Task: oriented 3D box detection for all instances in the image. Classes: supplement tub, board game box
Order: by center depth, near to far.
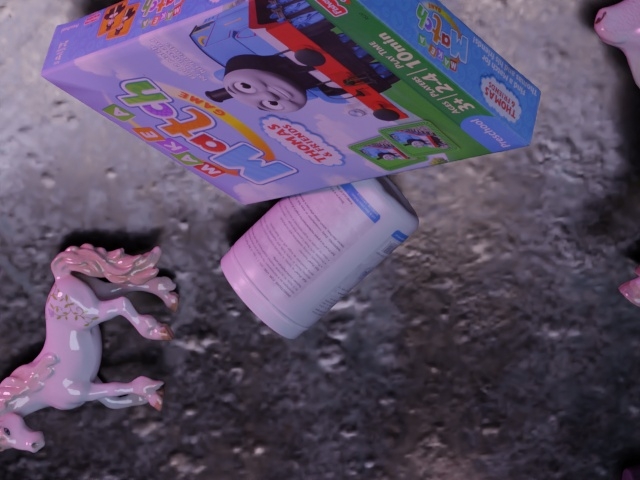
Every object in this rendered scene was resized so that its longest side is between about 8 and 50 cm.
[{"bbox_3d":[-0.019,-0.082,0.687,0.160,0.211,0.039,32,61,-38],"label":"board game box"},{"bbox_3d":[0.000,0.000,0.798,0.107,0.071,0.071,-42,108,10],"label":"supplement tub"}]

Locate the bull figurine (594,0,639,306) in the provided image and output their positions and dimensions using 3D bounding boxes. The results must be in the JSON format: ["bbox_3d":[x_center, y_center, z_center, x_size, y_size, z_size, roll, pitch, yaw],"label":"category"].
[{"bbox_3d":[0.285,-0.030,0.798,0.310,0.101,0.188,25,110,-11],"label":"bull figurine"}]

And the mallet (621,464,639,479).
[{"bbox_3d":[0.235,0.236,0.924,0.062,0.039,0.190,0,114,-6],"label":"mallet"}]

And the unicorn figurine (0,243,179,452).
[{"bbox_3d":[-0.150,0.077,0.824,0.111,0.060,0.162,8,93,-8],"label":"unicorn figurine"}]
